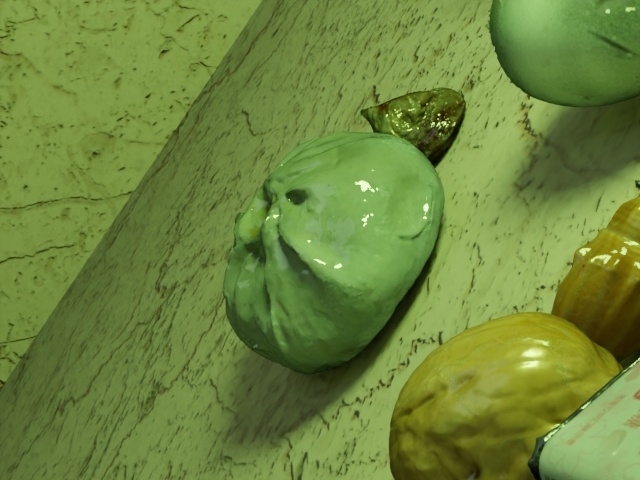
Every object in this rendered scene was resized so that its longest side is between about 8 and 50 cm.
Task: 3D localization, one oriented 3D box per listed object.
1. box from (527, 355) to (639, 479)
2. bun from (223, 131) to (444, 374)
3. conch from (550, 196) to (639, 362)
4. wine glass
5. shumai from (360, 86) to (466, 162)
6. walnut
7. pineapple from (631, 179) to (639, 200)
[{"bbox_3d":[0.307,0.155,0.946,0.190,0.112,0.369,-36,14,-15],"label":"box"},{"bbox_3d":[0.004,-0.004,1.839,0.354,0.194,0.354,-48,22,27],"label":"bun"},{"bbox_3d":[0.261,0.072,1.277,0.093,0.109,0.330,29,104,33],"label":"conch"},{"bbox_3d":[0.318,-0.230,1.462,0.190,0.190,0.357,-60,19,-9],"label":"wine glass"},{"bbox_3d":[0.132,-0.162,1.949,0.123,0.105,0.139,-46,47,18],"label":"shumai"},{"bbox_3d":[0.164,0.161,1.201,0.221,0.195,0.195,-39,26,39],"label":"walnut"},{"bbox_3d":[0.331,-0.059,1.382,0.058,0.058,0.124,-131,62,-70],"label":"pineapple"}]
